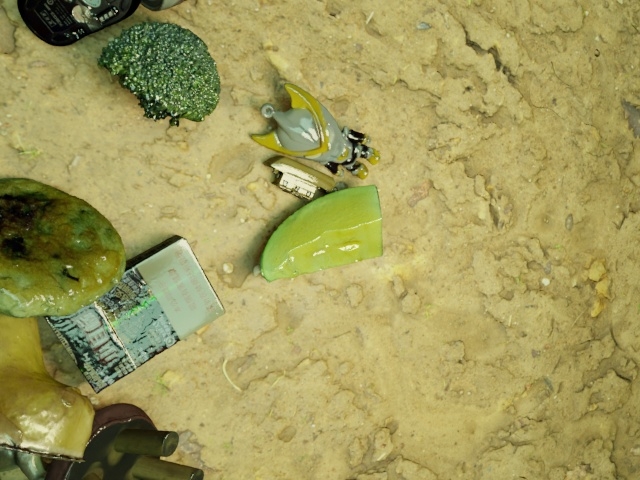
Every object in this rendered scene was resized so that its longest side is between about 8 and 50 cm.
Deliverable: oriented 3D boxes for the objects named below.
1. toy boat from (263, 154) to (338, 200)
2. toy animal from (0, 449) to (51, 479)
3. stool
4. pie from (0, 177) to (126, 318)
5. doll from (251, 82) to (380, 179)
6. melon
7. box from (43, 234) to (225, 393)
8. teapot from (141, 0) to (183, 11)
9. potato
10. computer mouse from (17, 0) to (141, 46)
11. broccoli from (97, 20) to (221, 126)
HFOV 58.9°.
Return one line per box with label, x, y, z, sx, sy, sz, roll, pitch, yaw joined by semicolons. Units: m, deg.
toy boat;-0.042;-0.137;1.328;0.200;0.057;0.077;20;93;-28
toy animal;-0.589;0.400;1.104;0.233;0.121;0.169;-28;92;-10
stool;-0.381;0.477;1.118;0.272;0.178;0.272;-29;125;-55
pie;-0.510;0.002;1.016;0.323;0.323;0.070;30;126;-26
doll;-0.005;-0.232;1.312;0.316;0.145;0.103;21;54;-33
melon;0.000;0.000;1.326;0.323;0.124;0.196;-17;120;-14
box;-0.381;0.144;1.184;0.310;0.084;0.198;-32;110;-20
teapot;-0.257;-0.636;1.084;0.312;0.233;0.315;-35;83;-25
potato;-0.563;0.188;0.967;0.397;0.290;0.296;10;68;5
computer mouse;-0.441;-0.457;1.047;0.233;0.096;0.137;-23;124;8
broccoli;-0.307;-0.324;1.107;0.226;0.176;0.198;-14;86;-15
